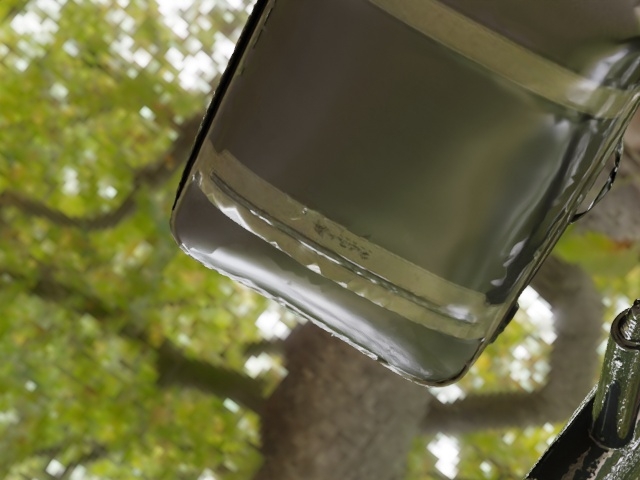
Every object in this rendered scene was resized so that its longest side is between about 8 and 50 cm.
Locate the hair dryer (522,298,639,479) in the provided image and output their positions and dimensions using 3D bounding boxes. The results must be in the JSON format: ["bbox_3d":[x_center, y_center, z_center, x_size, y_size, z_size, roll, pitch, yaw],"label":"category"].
[{"bbox_3d":[0.196,0.115,1.317,0.070,0.255,0.128,33,-113,21],"label":"hair dryer"}]

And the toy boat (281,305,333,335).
[{"bbox_3d":[0.019,-0.023,1.681,0.210,0.292,0.070,-46,-135,11],"label":"toy boat"}]

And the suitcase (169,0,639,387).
[{"bbox_3d":[0.084,-0.107,1.357,0.434,0.283,0.194,-62,179,36],"label":"suitcase"}]
